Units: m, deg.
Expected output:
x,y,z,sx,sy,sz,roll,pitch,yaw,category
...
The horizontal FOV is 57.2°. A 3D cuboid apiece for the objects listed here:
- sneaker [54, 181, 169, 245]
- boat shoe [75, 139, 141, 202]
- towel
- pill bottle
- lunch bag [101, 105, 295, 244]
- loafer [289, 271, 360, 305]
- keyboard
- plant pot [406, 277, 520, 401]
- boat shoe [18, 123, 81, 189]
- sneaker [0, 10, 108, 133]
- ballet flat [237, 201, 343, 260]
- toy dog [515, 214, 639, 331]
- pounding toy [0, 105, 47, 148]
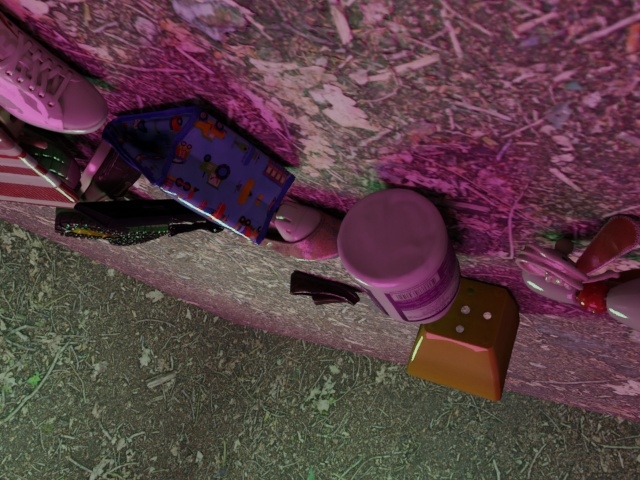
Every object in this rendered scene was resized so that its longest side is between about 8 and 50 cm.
x,y,z,sx,sy,sz,roll,pitch,yaw,category
-0.519,-0.073,1.515,0.134,0.146,0.343,-15,164,25,sneaker
-0.459,-0.125,1.263,0.097,0.116,0.324,29,157,-20,boat shoe
-0.620,-0.144,1.107,0.237,0.037,0.329,7,161,9,towel
0.149,0.045,1.007,0.169,0.169,0.301,12,163,24,pill bottle
-0.228,-0.128,1.005,0.293,0.138,0.221,21,171,47,lunch bag
0.008,0.159,1.727,0.220,0.078,0.080,15,164,16,loafer
-0.321,-0.046,1.219,0.201,0.033,0.317,20,-164,28,keyboard
0.312,0.192,1.273,0.212,0.212,0.187,14,152,20,plant pot
-0.636,-0.205,1.231,0.116,0.123,0.324,46,177,31,boat shoe
-0.434,-0.246,0.824,0.290,0.106,0.123,29,164,-27,sneaker
-0.076,-0.028,1.159,0.316,0.107,0.106,5,145,41,ballet flat
0.442,0.044,0.771,0.334,0.161,0.220,28,173,30,toy dog
-0.550,-0.237,1.023,0.181,0.094,0.206,22,167,-11,pounding toy
